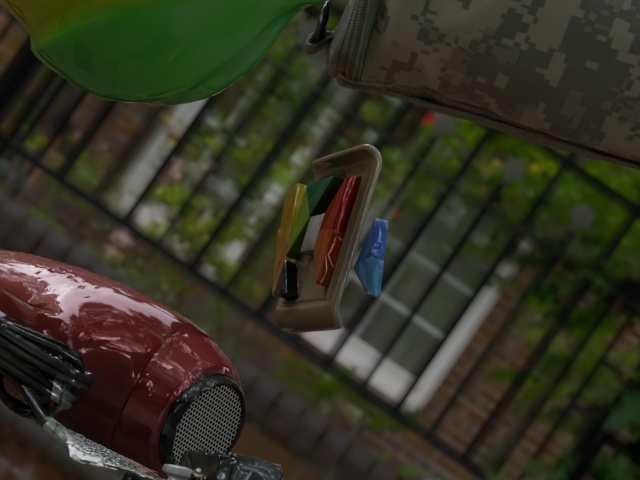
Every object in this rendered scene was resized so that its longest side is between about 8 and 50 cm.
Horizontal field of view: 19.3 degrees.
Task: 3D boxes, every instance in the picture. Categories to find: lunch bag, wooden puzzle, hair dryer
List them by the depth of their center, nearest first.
[{"bbox_3d":[0.000,0.000,0.748,0.014,0.078,0.116,16,-16,-19],"label":"wooden puzzle"},{"bbox_3d":[-0.126,0.031,0.815,0.224,0.080,0.293,37,-9,-14],"label":"hair dryer"},{"bbox_3d":[0.167,-0.171,1.072,0.305,0.256,0.212,16,3,-1],"label":"lunch bag"}]

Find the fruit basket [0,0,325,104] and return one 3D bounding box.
[{"bbox_3d":[-0.011,-0.216,0.483,0.392,0.392,0.283,35,-2,-4],"label":"fruit basket"}]
